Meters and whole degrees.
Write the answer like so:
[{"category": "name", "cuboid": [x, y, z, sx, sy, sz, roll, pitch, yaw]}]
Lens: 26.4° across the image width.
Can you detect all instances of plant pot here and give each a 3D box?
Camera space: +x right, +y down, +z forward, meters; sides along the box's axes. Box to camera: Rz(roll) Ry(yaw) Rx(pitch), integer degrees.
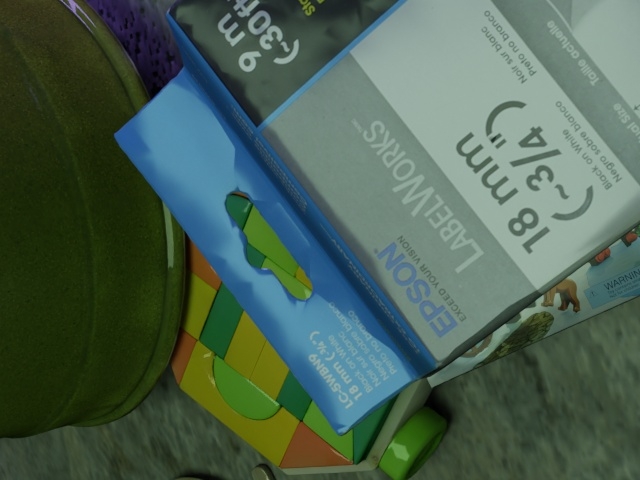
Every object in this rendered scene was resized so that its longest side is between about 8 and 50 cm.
[{"category": "plant pot", "cuboid": [-0.347, 0.005, 0.949, 0.366, 0.353, 0.366, 17, 114, 43]}]

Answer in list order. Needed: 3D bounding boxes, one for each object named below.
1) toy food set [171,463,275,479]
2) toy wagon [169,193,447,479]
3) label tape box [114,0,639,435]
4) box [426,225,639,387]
[{"category": "toy food set", "cuboid": [-0.094, 0.257, 1.118, 0.192, 0.038, 0.132, -24, 94, 40]}, {"category": "toy wagon", "cuboid": [0.000, 0.000, 0.925, 0.267, 0.068, 0.344, 36, 126, 18]}, {"category": "label tape box", "cuboid": [0.046, -0.065, 0.726, 0.334, 0.106, 0.240, -40, 83, 20]}, {"category": "box", "cuboid": [0.131, -0.034, 0.786, 0.233, 0.044, 0.159, -27, 93, 21]}]
